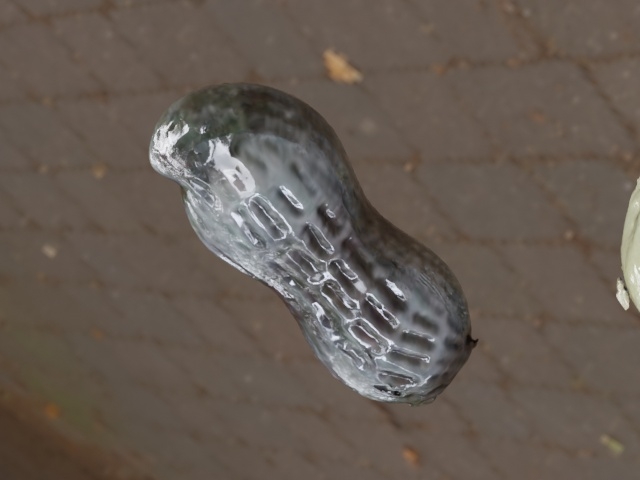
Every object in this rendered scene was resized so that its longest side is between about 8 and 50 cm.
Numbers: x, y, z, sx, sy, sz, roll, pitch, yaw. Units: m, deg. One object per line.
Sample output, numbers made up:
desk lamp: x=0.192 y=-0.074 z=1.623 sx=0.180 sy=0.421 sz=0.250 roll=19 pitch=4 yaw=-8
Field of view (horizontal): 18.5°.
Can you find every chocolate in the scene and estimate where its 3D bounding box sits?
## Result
chocolate: x=0.000 y=0.000 z=1.195 sx=0.248 sy=0.110 sz=0.110 roll=46 pitch=157 yaw=-21

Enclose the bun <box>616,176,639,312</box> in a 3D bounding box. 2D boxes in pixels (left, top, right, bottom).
bun: x=0.328 y=-0.005 z=1.304 sx=0.259 sy=0.259 sz=0.160 roll=28 pitch=129 yaw=21
